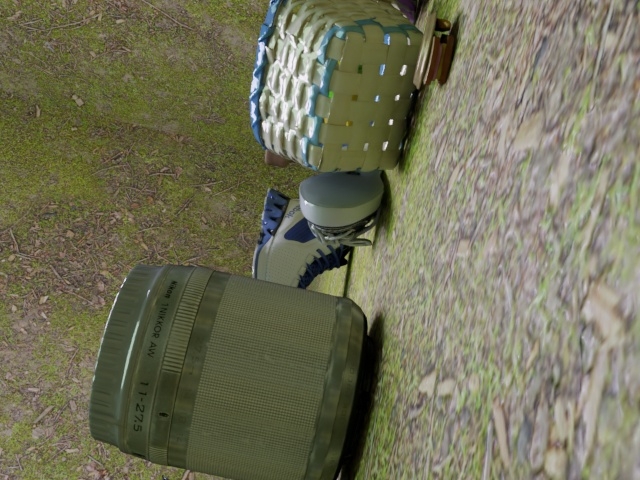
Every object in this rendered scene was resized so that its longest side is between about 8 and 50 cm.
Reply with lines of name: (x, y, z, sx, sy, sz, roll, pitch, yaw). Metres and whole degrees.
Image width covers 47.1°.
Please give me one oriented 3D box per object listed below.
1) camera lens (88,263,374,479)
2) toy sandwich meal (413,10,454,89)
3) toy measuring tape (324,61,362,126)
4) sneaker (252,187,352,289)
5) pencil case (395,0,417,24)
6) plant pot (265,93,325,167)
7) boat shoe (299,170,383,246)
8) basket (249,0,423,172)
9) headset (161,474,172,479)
camera lens: (-0.090, 0.150, 0.818, 0.219, 0.274, 0.219, -168, 90, -89)
toy sandwich meal: (0.113, -0.186, 0.726, 0.085, 0.029, 0.085, 13, -90, -87)
toy measuring tape: (0.071, -0.190, 1.292, 0.121, 0.121, 0.330, -81, -14, -58)
sneaker: (-0.030, 0.034, 1.388, 0.127, 0.182, 0.315, 94, -179, -53)
pencil case: (0.127, -0.426, 1.153, 0.088, 0.086, 0.206, 23, -103, -55)
plant pot: (-0.001, -0.297, 1.842, 0.263, 0.229, 0.263, -168, 90, -88)
boat shoe: (0.030, -0.044, 1.051, 0.306, 0.113, 0.105, -74, -9, -74)
basket: (0.001, -0.220, 0.972, 0.289, 0.201, 0.255, 45, 132, 43)
headset: (-0.168, 0.327, 1.374, 0.394, 0.185, 0.243, -77, 14, -46)
